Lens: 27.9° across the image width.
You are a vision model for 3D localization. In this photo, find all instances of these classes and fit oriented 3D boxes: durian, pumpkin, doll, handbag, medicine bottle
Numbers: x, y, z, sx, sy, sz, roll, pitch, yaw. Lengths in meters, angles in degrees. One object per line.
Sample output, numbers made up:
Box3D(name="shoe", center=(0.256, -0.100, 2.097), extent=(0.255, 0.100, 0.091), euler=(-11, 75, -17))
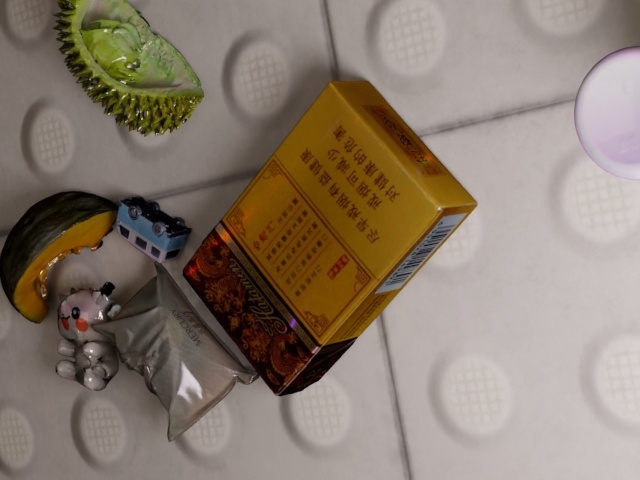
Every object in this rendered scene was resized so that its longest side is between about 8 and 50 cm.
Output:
Box3D(name="durian", center=(-0.333, -0.307, 2.121), extent=(0.169, 0.157, 0.355), euler=(-34, 73, -4))
Box3D(name="pumpkin", center=(-0.496, 0.014, 2.210), extent=(0.148, 0.169, 0.312), euler=(48, 119, 19))
Box3D(name="doll", center=(-0.393, 0.162, 2.197), extent=(0.149, 0.095, 0.192), euler=(2, 97, 53))
Box3D(name="handbag", center=(-0.244, 0.182, 2.080), extent=(0.182, 0.117, 0.270), euler=(-43, 70, 1))
Box3D(name="medicine bottle", center=(0.409, -0.149, 1.493), extent=(0.152, 0.254, 0.152), euler=(6, 100, 35))

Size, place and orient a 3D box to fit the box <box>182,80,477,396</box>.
Box3D(name="box", center=(-0.001, 0.000, 1.889), extent=(0.264, 0.116, 0.415), euler=(50, 120, 19))

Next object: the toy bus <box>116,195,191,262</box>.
Box3D(name="toy bus", center=(-0.281, -0.017, 2.122), extent=(0.123, 0.060, 0.075), euler=(32, 116, 26))
